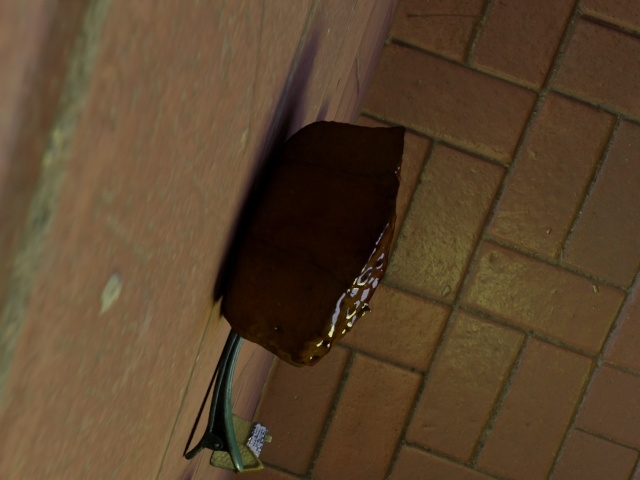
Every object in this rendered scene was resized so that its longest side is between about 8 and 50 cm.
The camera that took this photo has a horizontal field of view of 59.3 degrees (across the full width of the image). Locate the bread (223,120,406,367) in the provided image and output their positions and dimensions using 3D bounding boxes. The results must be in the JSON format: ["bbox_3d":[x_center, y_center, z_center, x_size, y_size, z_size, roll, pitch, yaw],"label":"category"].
[{"bbox_3d":[-0.004,0.011,0.560,0.232,0.135,0.246,108,2,-62],"label":"bread"}]

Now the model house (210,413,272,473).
[{"bbox_3d":[-0.151,0.407,1.107,0.087,0.100,0.100,107,2,-61],"label":"model house"}]

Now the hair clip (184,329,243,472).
[{"bbox_3d":[-0.102,0.153,0.677,0.039,0.070,0.229,78,24,-81],"label":"hair clip"}]
